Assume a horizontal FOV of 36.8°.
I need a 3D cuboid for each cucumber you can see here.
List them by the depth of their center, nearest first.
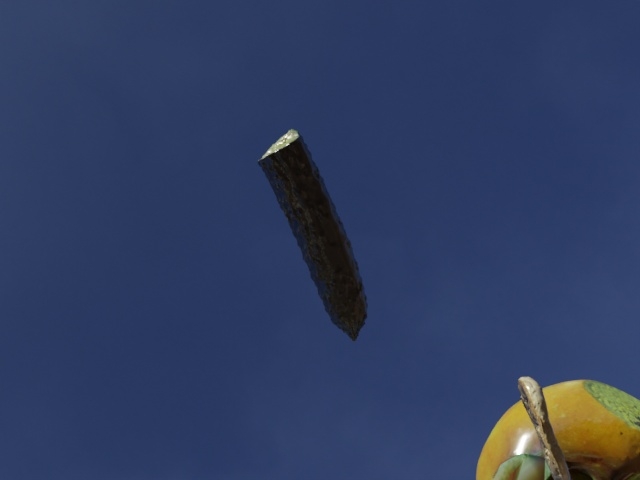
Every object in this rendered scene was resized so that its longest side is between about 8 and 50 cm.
[{"bbox_3d":[0.002,-0.001,1.286,0.072,0.072,0.300,-28,-75,-16],"label":"cucumber"}]

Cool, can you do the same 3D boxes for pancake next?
[{"bbox_3d":[0.251,0.215,1.073,0.022,0.139,0.139,-20,-54,5],"label":"pancake"}]

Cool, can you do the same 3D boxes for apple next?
[{"bbox_3d":[0.459,0.414,1.639,0.374,0.383,0.375,5,-96,-56],"label":"apple"}]
